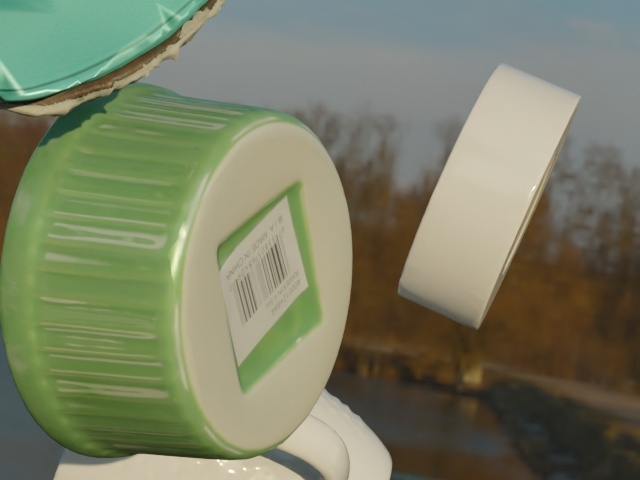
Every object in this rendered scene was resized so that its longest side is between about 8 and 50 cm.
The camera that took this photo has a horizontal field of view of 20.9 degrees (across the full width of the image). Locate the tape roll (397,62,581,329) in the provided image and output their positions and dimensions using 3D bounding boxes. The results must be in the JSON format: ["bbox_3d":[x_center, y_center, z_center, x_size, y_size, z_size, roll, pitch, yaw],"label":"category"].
[{"bbox_3d":[0.186,-0.049,1.907,0.100,0.286,0.286,24,0,8],"label":"tape roll"}]

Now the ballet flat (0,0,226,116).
[{"bbox_3d":[-0.095,-0.222,1.197,0.147,0.409,0.147,43,-14,13],"label":"ballet flat"}]

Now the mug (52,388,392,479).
[{"bbox_3d":[-0.094,0.234,1.829,0.328,0.276,0.374,21,-25,-2],"label":"mug"}]

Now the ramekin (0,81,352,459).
[{"bbox_3d":[-0.098,0.030,1.364,0.148,0.303,0.303,5,-4,30],"label":"ramekin"}]
